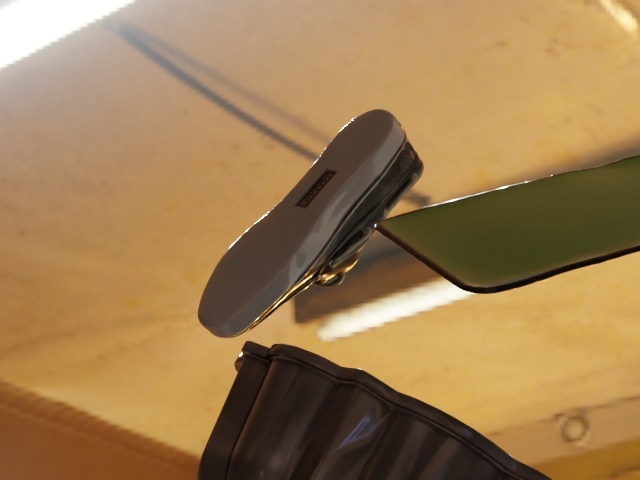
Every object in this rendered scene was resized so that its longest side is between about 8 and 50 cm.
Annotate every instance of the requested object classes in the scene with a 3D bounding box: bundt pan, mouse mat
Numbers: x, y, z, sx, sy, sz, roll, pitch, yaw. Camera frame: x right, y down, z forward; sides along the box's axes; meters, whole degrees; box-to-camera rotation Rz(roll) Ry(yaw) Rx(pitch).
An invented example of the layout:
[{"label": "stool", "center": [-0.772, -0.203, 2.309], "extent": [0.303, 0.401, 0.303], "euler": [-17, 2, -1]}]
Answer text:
[{"label": "bundt pan", "center": [0.052, 0.211, 0.928], "extent": [0.330, 0.124, 0.331], "euler": [29, -18, 10]}, {"label": "mouse mat", "center": [0.140, -0.013, 0.770], "extent": [0.189, 0.007, 0.152], "euler": [-13, 18, -15]}]

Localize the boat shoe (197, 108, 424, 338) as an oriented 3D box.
[{"label": "boat shoe", "center": [0.000, 0.000, 1.034], "extent": [0.077, 0.219, 0.070], "euler": [23, -24, 54]}]
